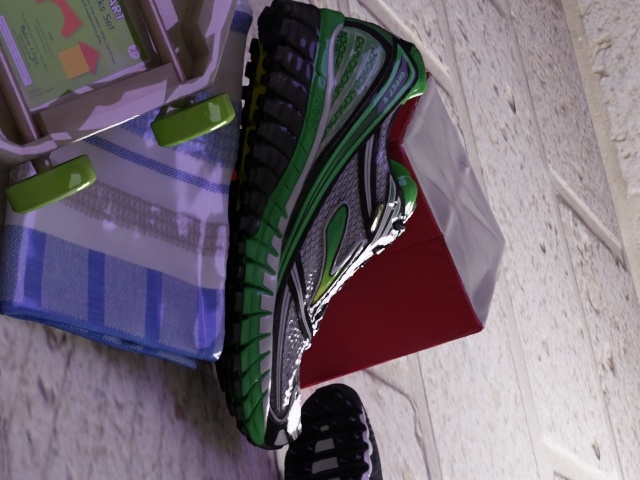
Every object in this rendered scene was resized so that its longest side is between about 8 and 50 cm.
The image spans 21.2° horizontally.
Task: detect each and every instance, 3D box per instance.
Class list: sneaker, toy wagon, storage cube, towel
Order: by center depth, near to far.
[{"bbox_3d":[-0.146,-0.183,1.101,0.344,0.068,0.267,-27,100,-37],"label":"toy wagon"},{"bbox_3d":[-0.127,-0.067,1.181,0.209,0.034,0.285,22,68,-49],"label":"towel"},{"bbox_3d":[0.000,0.000,1.287,0.134,0.146,0.343,-125,-134,-70],"label":"sneaker"},{"bbox_3d":[0.026,0.237,1.412,0.106,0.078,0.234,40,40,-61],"label":"sneaker"},{"bbox_3d":[0.031,-0.007,1.470,0.183,0.193,0.215,65,19,-16],"label":"storage cube"}]

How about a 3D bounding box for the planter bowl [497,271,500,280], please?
[{"bbox_3d":[0.109,-0.015,1.810,0.162,0.109,0.162,53,26,-42],"label":"planter bowl"}]
